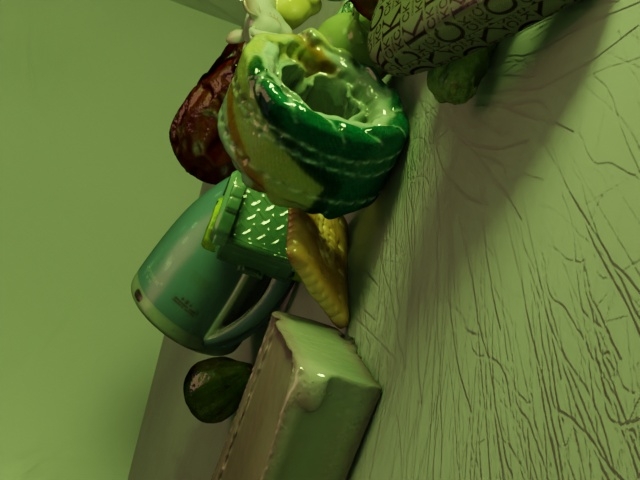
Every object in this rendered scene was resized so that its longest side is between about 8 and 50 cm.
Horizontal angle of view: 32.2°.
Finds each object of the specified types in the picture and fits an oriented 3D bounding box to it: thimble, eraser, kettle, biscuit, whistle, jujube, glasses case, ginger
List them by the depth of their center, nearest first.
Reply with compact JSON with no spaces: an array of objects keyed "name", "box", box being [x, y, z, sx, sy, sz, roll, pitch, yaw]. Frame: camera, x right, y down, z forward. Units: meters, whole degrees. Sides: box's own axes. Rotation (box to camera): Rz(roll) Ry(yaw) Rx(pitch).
[{"name":"glasses case","box":[0.177,-0.281,1.205,0.354,0.085,0.137,-16,53,52]},{"name":"ginger","box":[0.171,-0.273,1.395,0.137,0.089,0.290,-46,27,22]},{"name":"eraser","box":[-0.057,0.300,1.466,0.272,0.122,0.359,-123,52,-74]},{"name":"thimble","box":[-0.014,-0.174,1.605,0.167,0.254,0.288,-62,35,35]},{"name":"biscuit","box":[0.001,0.000,1.627,0.030,0.160,0.250,-23,32,18]},{"name":"whistle","box":[0.061,-0.248,1.797,0.141,0.141,0.294,-86,-11,-47]},{"name":"kettle","box":[-0.155,0.039,2.089,0.342,0.247,0.319,-53,46,18]},{"name":"jujube","box":[-0.185,-0.291,2.530,0.377,0.276,0.276,-60,17,30]}]

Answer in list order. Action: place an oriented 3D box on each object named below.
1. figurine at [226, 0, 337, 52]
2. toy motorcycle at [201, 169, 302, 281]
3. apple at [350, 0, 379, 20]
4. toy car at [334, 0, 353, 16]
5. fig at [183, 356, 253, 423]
[{"name":"figurine","box":[-0.047,-0.436,2.272,0.316,0.284,0.206,-49,-2,-11]},{"name":"toy motorcycle","box":[-0.064,-0.106,1.890,0.200,0.191,0.326,124,164,-66]},{"name":"apple","box":[0.111,-0.402,1.610,0.181,0.181,0.168,157,129,-73]},{"name":"toy car","box":[0.037,-0.336,1.849,0.186,0.093,0.058,-51,41,26]},{"name":"fig","box":[-0.184,0.276,2.117,0.156,0.123,0.123,-23,35,20]}]
